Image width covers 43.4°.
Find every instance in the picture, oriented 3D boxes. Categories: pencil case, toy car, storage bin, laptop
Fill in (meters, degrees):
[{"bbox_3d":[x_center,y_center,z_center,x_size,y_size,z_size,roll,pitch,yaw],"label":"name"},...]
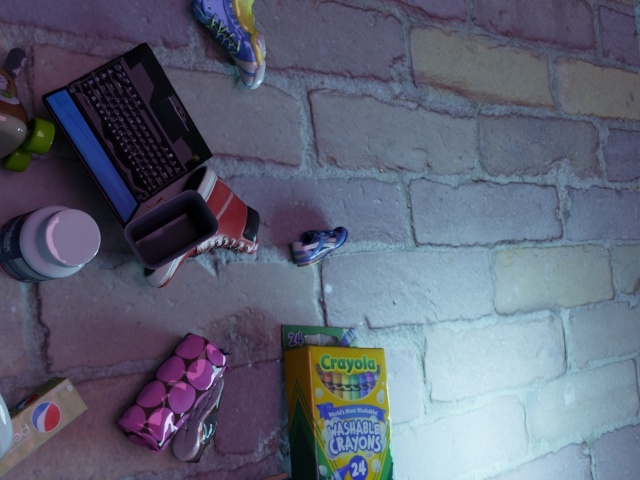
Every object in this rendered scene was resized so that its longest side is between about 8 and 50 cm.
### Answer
[{"bbox_3d":[-0.243,0.256,1.348,0.098,0.095,0.209,53,57,-22],"label":"pencil case"},{"bbox_3d":[-0.486,-0.219,1.186,0.155,0.149,0.188,17,62,-40],"label":"toy car"},{"bbox_3d":[-0.243,-0.014,1.282,0.135,0.091,0.098,-32,87,-19],"label":"storage bin"},{"bbox_3d":[-0.304,-0.182,1.323,0.264,0.136,0.234,-39,109,-30],"label":"laptop"}]

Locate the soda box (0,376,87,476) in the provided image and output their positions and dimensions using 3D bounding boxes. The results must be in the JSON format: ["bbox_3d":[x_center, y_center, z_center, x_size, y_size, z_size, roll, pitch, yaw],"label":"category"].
[{"bbox_3d":[-0.443,0.280,1.195,0.181,0.058,0.061,-39,109,-37],"label":"soda box"}]

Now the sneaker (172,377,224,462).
[{"bbox_3d":[-0.207,0.313,1.404,0.158,0.061,0.065,-67,150,-24],"label":"sneaker"}]

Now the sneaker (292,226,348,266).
[{"bbox_3d":[0.000,0.000,1.613,0.144,0.053,0.059,-34,104,-39],"label":"sneaker"}]

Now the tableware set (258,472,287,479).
[{"bbox_3d":[-0.117,0.491,1.398,0.194,0.039,0.128,-4,85,-39],"label":"tableware set"}]

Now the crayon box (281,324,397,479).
[{"bbox_3d":[0.036,0.318,1.551,0.203,0.083,0.323,8,70,-39],"label":"crayon box"}]

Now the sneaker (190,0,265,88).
[{"bbox_3d":[-0.179,-0.401,1.511,0.126,0.091,0.240,-8,90,-22],"label":"sneaker"}]

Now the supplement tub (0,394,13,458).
[{"bbox_3d":[-0.570,0.261,0.965,0.325,0.235,0.235,-40,109,-40],"label":"supplement tub"}]

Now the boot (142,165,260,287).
[{"bbox_3d":[-0.197,0.012,1.426,0.176,0.088,0.244,44,55,-29],"label":"boot"}]

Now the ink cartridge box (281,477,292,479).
[{"bbox_3d":[-0.087,0.550,1.466,0.208,0.045,0.206,1,82,-40],"label":"ink cartridge box"}]

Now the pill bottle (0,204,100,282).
[{"bbox_3d":[-0.401,0.004,1.188,0.108,0.180,0.108,7,79,-40],"label":"pill bottle"}]
